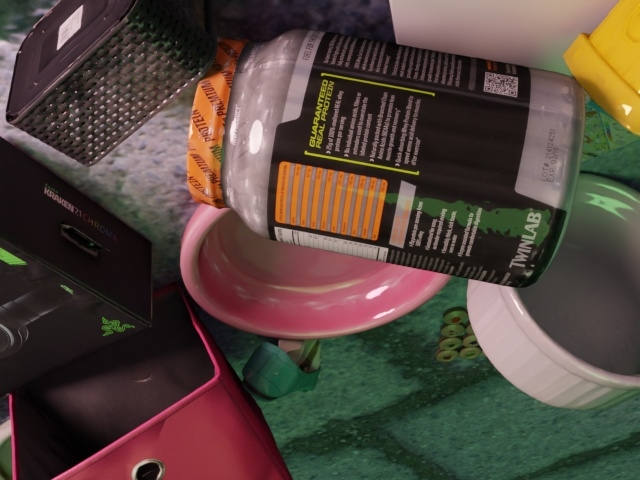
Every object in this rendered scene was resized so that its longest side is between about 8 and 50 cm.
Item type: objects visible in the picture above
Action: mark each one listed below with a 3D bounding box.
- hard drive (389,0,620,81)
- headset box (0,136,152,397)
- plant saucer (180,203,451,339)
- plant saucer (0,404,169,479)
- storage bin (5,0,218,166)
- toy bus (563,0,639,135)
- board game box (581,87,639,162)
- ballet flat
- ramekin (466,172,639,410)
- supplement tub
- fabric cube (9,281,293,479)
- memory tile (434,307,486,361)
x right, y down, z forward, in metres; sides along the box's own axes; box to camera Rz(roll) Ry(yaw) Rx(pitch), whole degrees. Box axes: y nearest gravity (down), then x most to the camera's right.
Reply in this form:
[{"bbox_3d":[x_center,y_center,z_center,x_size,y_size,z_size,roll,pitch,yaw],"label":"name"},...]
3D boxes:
[{"bbox_3d":[0.223,-0.209,0.758,0.308,0.040,0.203,-10,146,7],"label":"hard drive"},{"bbox_3d":[-0.362,0.043,0.934,0.283,0.131,0.246,-25,139,20],"label":"headset box"},{"bbox_3d":[0.000,0.000,0.981,0.332,0.084,0.332,-5,141,-4],"label":"plant saucer"},{"bbox_3d":[-0.323,0.318,1.314,0.401,0.100,0.400,-5,142,-4],"label":"plant saucer"},{"bbox_3d":[-0.182,-0.164,0.709,0.180,0.122,0.084,-31,137,27],"label":"storage bin"},{"bbox_3d":[0.359,-0.170,0.696,0.220,0.149,0.211,14,125,-27],"label":"toy bus"},{"bbox_3d":[0.270,-0.120,0.870,0.103,0.026,0.154,-22,158,37],"label":"board game box"},{"bbox_3d":[-0.037,0.169,1.149,0.087,0.083,0.247,-54,168,5],"label":"ballet flat"},{"bbox_3d":[0.312,0.067,0.977,0.277,0.277,0.135,4,149,-15],"label":"ramekin"},{"bbox_3d":[0.054,-0.078,0.728,0.316,0.193,0.193,12,141,4],"label":"supplement tub"},{"bbox_3d":[-0.203,0.259,1.025,0.254,0.259,0.258,-30,119,-7],"label":"fabric cube"},{"bbox_3d":[0.238,0.144,1.261,0.113,0.012,0.148,-5,141,-4],"label":"memory tile"}]
